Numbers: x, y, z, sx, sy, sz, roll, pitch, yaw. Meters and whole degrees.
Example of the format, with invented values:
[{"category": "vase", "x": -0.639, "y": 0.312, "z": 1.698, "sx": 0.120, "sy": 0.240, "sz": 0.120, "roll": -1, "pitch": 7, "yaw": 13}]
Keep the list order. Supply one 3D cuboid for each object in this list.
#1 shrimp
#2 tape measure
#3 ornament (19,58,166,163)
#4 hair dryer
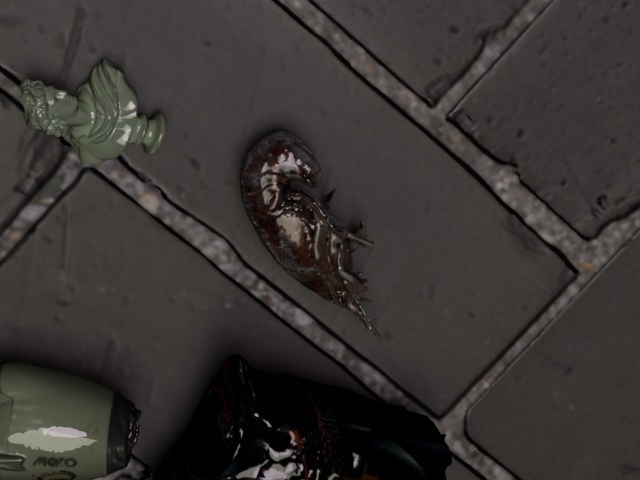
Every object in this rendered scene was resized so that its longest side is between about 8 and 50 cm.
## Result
[{"category": "shrimp", "x": 0.000, "y": 0.000, "z": 1.050, "sx": 0.065, "sy": 0.056, "sz": 0.165, "roll": -39, "pitch": 113, "yaw": -1}, {"category": "tape measure", "x": -0.020, "y": 0.198, "z": 1.078, "sx": 0.202, "sy": 0.135, "sz": 0.223, "roll": 17, "pitch": 108, "yaw": -24}, {"category": "ornament", "x": -0.149, "y": -0.081, "z": 1.010, "sx": 0.092, "sy": 0.041, "sz": 0.068, "roll": -12, "pitch": 116, "yaw": -14}, {"category": "hair dryer", "x": -0.258, "y": 0.161, "z": 1.072, "sx": 0.219, "sy": 0.088, "sz": 0.225, "roll": 24, "pitch": 119, "yaw": -8}]
